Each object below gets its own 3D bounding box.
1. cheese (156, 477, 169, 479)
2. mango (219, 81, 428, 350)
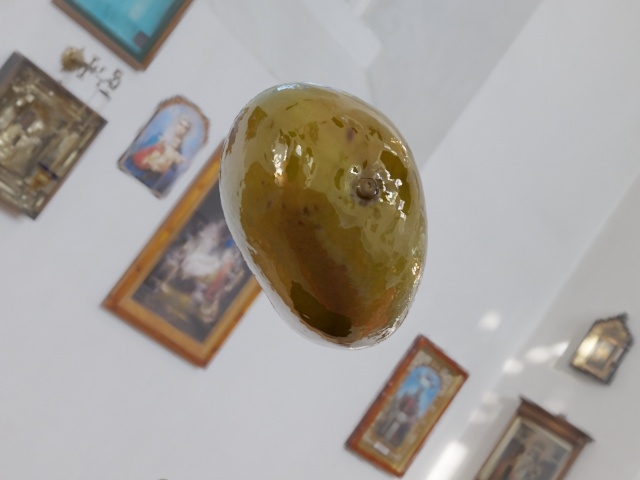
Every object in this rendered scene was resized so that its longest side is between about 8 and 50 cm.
[{"bbox_3d":[-0.091,0.351,0.873,0.316,0.128,0.259,34,11,15],"label":"cheese"},{"bbox_3d":[0.000,0.000,0.623,0.156,0.114,0.251,39,-28,23],"label":"mango"}]
